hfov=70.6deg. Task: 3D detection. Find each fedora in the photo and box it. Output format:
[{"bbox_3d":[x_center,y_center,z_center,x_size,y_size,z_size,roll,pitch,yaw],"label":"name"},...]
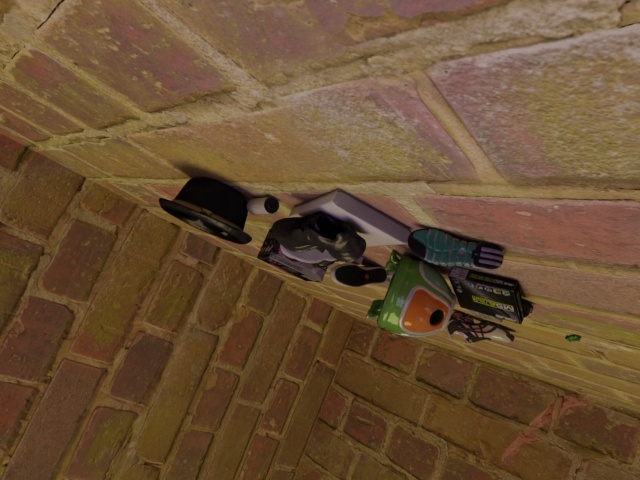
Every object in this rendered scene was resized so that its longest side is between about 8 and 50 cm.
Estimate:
[{"bbox_3d":[-0.367,-0.114,1.540,0.333,0.153,0.334,22,168,5],"label":"fedora"}]

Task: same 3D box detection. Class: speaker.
[{"bbox_3d":[-0.186,-0.111,1.454,0.055,0.055,0.136,30,166,-29],"label":"speaker"}]

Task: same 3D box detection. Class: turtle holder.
[{"bbox_3d":[0.287,0.185,1.415,0.227,0.243,0.320,21,167,10],"label":"turtle holder"}]

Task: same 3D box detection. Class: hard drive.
[{"bbox_3d":[0.068,-0.048,1.284,0.233,0.047,0.353,27,168,-18],"label":"hard drive"}]

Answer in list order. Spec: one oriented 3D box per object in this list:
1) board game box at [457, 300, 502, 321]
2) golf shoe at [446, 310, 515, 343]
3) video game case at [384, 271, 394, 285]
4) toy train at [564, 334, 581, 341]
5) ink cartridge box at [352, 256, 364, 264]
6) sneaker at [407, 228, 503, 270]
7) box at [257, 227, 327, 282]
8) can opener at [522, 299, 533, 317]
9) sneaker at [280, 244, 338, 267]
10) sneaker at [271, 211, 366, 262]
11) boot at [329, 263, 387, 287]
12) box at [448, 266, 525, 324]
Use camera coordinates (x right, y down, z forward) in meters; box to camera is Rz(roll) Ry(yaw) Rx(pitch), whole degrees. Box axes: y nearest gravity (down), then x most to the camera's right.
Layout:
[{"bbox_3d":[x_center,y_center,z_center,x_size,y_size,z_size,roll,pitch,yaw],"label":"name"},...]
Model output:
[{"bbox_3d":[0.593,0.255,1.674,0.154,0.026,0.103,31,165,-35],"label":"board game box"},{"bbox_3d":[0.675,0.396,1.922,0.272,0.120,0.105,16,164,25],"label":"golf shoe"},{"bbox_3d":[0.318,0.174,1.838,0.227,0.026,0.206,31,166,-30],"label":"video game case"},{"bbox_3d":[0.863,0.334,1.545,0.023,0.017,0.083,31,170,12],"label":"toy train"},{"bbox_3d":[0.130,0.071,1.723,0.048,0.028,0.083,24,168,-12],"label":"ink cartridge box"},{"bbox_3d":[0.323,0.035,1.096,0.223,0.083,0.098,17,171,24],"label":"sneaker"},{"bbox_3d":[-0.100,0.056,1.819,0.247,0.142,0.163,27,166,-22],"label":"box"},{"bbox_3d":[0.562,0.189,1.412,0.186,0.073,0.059,22,-153,21],"label":"can opener"},{"bbox_3d":[-0.025,0.040,1.506,0.268,0.101,0.153,4,164,-27],"label":"sneaker"},{"bbox_3d":[-0.018,-0.030,1.217,0.286,0.109,0.130,9,152,30],"label":"sneaker"},{"bbox_3d":[0.109,0.134,1.739,0.244,0.089,0.176,4,175,-33],"label":"boot"},{"bbox_3d":[0.487,0.160,1.323,0.190,0.045,0.184,14,148,38],"label":"box"}]
